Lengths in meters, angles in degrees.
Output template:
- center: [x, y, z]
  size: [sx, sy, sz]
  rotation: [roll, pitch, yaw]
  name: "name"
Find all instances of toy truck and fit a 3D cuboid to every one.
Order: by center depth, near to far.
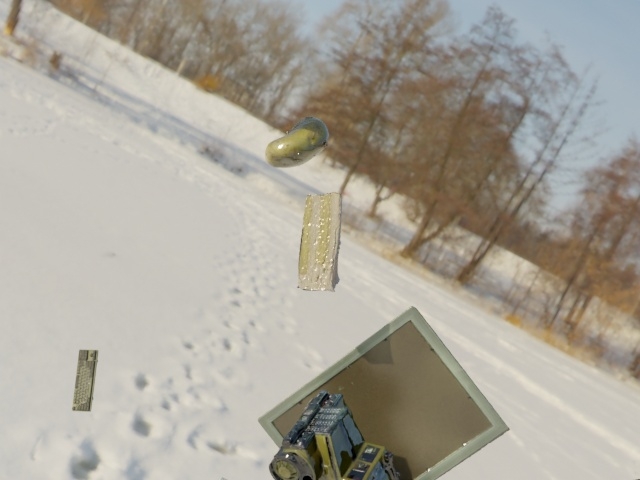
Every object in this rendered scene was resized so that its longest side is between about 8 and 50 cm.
- center: [0.040, 0.312, 0.996]
  size: [0.127, 0.257, 0.127]
  rotation: [-11, 21, 34]
  name: "toy truck"

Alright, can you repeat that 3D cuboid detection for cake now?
- center: [0.000, 0.000, 1.016]
  size: [0.052, 0.121, 0.065]
  rotation: [5, 2, 10]
  name: "cake"

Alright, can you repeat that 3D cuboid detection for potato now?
- center: [-0.041, -0.176, 1.535]
  size: [0.070, 0.138, 0.092]
  rotation: [56, -30, -10]
  name: "potato"

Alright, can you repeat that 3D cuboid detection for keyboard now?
- center: [-0.492, 0.292, 1.737]
  size: [0.049, 0.129, 0.015]
  rotation: [-3, -15, 27]
  name: "keyboard"

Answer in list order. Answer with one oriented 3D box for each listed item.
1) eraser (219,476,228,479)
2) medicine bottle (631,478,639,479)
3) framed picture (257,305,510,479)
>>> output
- center: [-0.259, 0.714, 2.138]
  size: [0.096, 0.052, 0.225]
  rotation: [27, 29, 3]
  name: "eraser"
- center: [0.626, 0.629, 1.460]
  size: [0.395, 0.243, 0.242]
  rotation: [68, -13, -20]
  name: "medicine bottle"
- center: [0.082, 0.246, 1.123]
  size: [0.217, 0.274, 0.017]
  rotation: [54, 10, -3]
  name: "framed picture"
